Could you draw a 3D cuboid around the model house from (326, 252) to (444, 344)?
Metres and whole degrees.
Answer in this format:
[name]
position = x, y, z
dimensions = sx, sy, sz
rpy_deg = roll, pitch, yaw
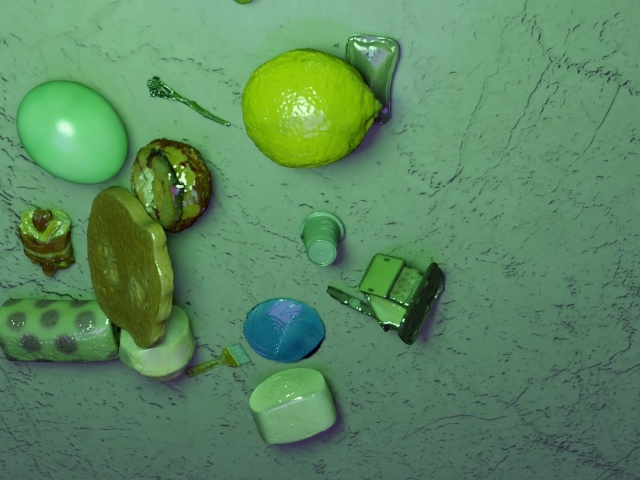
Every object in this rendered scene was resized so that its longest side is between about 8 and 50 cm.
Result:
[model house]
position = 0.166, 0.122, 1.984
dimensions = 0.279, 0.218, 0.205
rpy_deg = 25, 169, 23

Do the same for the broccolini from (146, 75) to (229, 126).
[broccolini]
position = -0.318, -0.335, 1.763
dimensions = 0.218, 0.042, 0.044
rpy_deg = 22, 148, -16

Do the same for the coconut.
[coconut]
position = -0.462, 0.278, 2.045
dimensions = 0.197, 0.237, 0.236
rpy_deg = -2, 122, 2

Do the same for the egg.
[egg]
position = -0.581, -0.251, 1.715
dimensions = 0.220, 0.220, 0.269
rpy_deg = -30, 126, 19

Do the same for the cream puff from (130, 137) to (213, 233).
[cream puff]
position = -0.360, -0.139, 1.793
dimensions = 0.164, 0.240, 0.240
rpy_deg = -14, 129, -33

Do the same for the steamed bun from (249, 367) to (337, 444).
[steamed bun]
position = -0.083, 0.499, 2.203
dimensions = 0.250, 0.154, 0.200
rpy_deg = -17, 123, 5

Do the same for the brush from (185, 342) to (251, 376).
[brush]
position = -0.322, 0.375, 2.220
dimensions = 0.218, 0.010, 0.082
rpy_deg = -22, 119, 16

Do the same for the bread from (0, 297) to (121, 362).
[bread]
position = -0.741, 0.263, 2.084
dimensions = 0.338, 0.155, 0.187
rpy_deg = -1, 127, 3

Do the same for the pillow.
[pillow]
position = 0.113, -0.376, 1.713
dimensions = 0.130, 0.033, 0.217
rpy_deg = 10, 123, 3

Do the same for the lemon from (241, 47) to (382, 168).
[lemon]
position = -0.026, -0.298, 1.633
dimensions = 0.322, 0.268, 0.268
rpy_deg = -12, 121, 18

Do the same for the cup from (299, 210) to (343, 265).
[cup]
position = 0.000, 0.000, 1.893
dimensions = 0.120, 0.141, 0.120
rpy_deg = 2, 120, 3

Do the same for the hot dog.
[hot dog]
position = -0.737, 0.007, 1.954
dimensions = 0.146, 0.103, 0.213
rpy_deg = 1, 123, 1

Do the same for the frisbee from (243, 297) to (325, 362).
[frisbee]
position = -0.108, 0.273, 2.129
dimensions = 0.242, 0.045, 0.242
rpy_deg = 2, 123, 3

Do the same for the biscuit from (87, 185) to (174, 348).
[biscuit]
position = -0.492, 0.063, 1.878
dimensions = 0.365, 0.062, 0.385
rpy_deg = 34, 125, 35

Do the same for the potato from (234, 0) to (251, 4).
[potato]
position = -0.146, -0.613, 1.542
dimensions = 0.117, 0.090, 0.225
rpy_deg = 15, 121, -7
